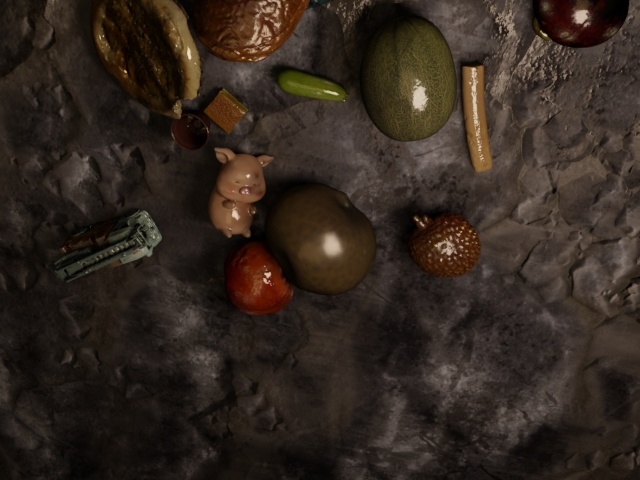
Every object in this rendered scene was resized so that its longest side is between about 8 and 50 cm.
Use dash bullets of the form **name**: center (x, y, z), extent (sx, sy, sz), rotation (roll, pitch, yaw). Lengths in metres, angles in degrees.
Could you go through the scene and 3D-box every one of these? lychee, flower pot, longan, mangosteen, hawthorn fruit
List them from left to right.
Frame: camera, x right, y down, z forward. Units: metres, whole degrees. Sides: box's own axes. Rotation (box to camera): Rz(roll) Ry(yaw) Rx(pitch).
- **flower pot**: center (-0.356, -0.317, 1.716), extent (0.111, 0.089, 0.111), rotation (3, 118, 6)
- **hawthorn fruit**: center (-0.218, 0.114, 1.863), extent (0.272, 0.241, 0.241), rotation (-9, 117, 15)
- **longan**: center (0.000, 0.000, 1.741), extent (0.289, 0.288, 0.350), rotation (-32, 108, 22)
- **lychee**: center (0.349, 0.009, 1.751), extent (0.200, 0.200, 0.238), rotation (-39, 111, 24)
- **mangosteen**: center (0.587, -0.545, 1.414), extent (0.216, 0.216, 0.216), rotation (3, 119, 6)

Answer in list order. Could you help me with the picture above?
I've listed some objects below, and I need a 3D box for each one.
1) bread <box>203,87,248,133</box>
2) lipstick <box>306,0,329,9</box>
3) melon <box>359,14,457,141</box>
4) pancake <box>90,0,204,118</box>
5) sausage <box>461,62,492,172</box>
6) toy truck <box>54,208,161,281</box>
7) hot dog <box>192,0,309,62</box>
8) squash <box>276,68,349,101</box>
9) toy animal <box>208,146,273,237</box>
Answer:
- **bread**: center (-0.266, -0.362, 1.711), extent (0.094, 0.035, 0.090), rotation (41, 116, -15)
- **lipstick**: center (-0.015, -0.608, 1.536), extent (0.234, 0.053, 0.053), rotation (-19, 114, 18)
- **melon**: center (0.216, -0.399, 1.515), extent (0.238, 0.237, 0.301), rotation (-6, 113, 11)
- **pancake**: center (-0.445, -0.488, 1.565), extent (0.383, 0.071, 0.382), rotation (24, 135, 27)
- **sausage**: center (0.418, -0.323, 1.632), extent (0.066, 0.065, 0.301), rotation (-8, 115, 11)
- **toy truck**: center (-0.646, 0.021, 1.884), extent (0.339, 0.184, 0.132), rotation (-17, 116, 16)
- **hot dog**: center (-0.163, -0.619, 1.464), extent (0.267, 0.174, 0.387), rotation (26, 108, 6)
- **squash**: center (-0.022, -0.412, 1.639), extent (0.201, 0.066, 0.066), rotation (15, 119, -4)
- **toy animal**: center (-0.240, -0.137, 1.767), extent (0.167, 0.154, 0.250), rotation (-1, 119, -42)
